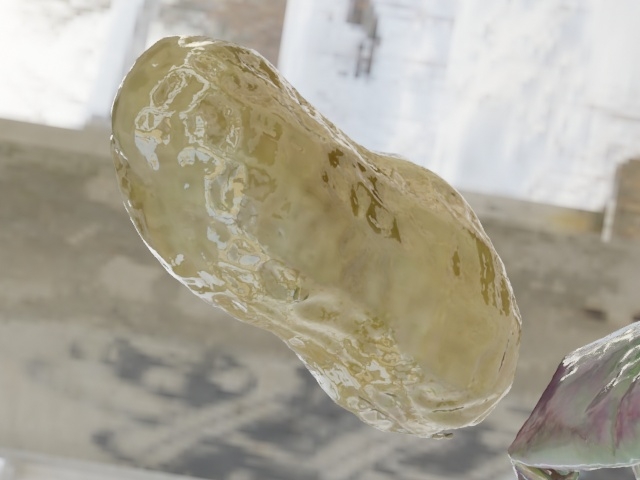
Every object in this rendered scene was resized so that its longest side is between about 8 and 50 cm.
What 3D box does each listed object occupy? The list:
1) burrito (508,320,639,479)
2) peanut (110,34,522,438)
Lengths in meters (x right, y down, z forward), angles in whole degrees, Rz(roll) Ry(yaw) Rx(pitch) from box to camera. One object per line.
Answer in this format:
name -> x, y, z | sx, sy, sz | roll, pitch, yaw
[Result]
burrito -> 0.150, 0.045, 0.553 | 0.229, 0.144, 0.089 | -25, 51, 60
peanut -> 0.000, 0.000, 1.063 | 0.149, 0.313, 0.149 | -31, 41, 31
